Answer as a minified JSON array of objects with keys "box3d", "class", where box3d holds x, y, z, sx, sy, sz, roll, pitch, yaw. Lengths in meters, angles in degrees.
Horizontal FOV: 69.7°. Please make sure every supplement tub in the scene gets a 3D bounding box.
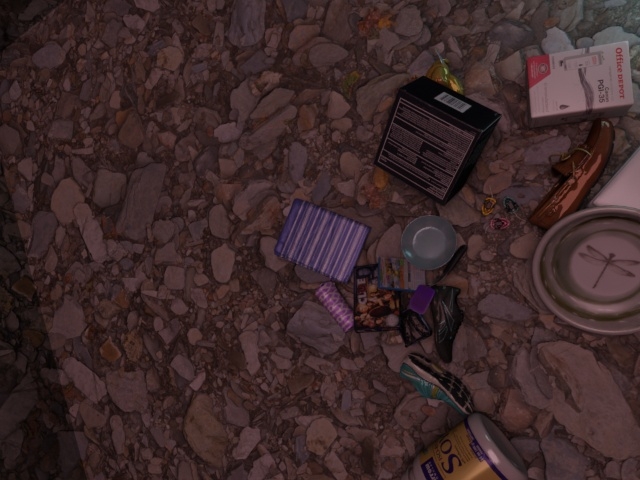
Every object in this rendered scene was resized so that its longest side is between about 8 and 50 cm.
[{"box3d":[0.445,0.733,1.448,0.331,0.241,0.241,-43,74,12],"class":"supplement tub"}]

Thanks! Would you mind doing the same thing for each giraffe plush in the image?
[{"box3d":[0.378,-0.529,1.607,0.171,0.181,0.210,-25,89,39],"class":"giraffe plush"}]

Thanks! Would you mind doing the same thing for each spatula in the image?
[{"box3d":[0.406,0.124,1.563,0.296,0.030,0.084,-46,30,-14],"class":"spatula"}]

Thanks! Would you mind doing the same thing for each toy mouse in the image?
[{"box3d":[0.616,-0.089,1.548,0.143,0.031,0.160,19,93,20],"class":"toy mouse"}]

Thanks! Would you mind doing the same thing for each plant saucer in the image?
[{"box3d":[0.383,0.009,1.617,0.195,0.037,0.194,-5,77,24],"class":"plant saucer"},{"box3d":[0.855,0.083,1.375,0.401,0.101,0.399,9,110,27],"class":"plant saucer"}]

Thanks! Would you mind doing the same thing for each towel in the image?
[{"box3d":[0.000,0.000,1.772,0.336,0.040,0.243,23,93,18],"class":"towel"}]

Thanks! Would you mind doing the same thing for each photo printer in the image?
[{"box3d":[1.010,-0.107,1.364,0.307,0.107,0.256,42,101,18],"class":"photo printer"}]

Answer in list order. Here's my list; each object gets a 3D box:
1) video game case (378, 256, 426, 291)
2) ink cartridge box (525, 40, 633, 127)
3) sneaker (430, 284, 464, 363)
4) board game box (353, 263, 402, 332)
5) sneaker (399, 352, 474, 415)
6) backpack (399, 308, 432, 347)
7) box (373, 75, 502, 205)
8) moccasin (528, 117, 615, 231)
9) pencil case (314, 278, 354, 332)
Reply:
[{"box3d":[0.285,0.120,1.609,0.167,0.015,0.119,6,63,-2],"class":"video game case"},{"box3d":[0.810,-0.489,1.456,0.283,0.117,0.207,-4,85,20],"class":"ink cartridge box"},{"box3d":[0.433,0.283,1.556,0.106,0.101,0.267,-6,85,17],"class":"sneaker"},{"box3d":[0.200,0.200,1.629,0.165,0.042,0.243,-9,61,19],"class":"board game box"},{"box3d":[0.396,0.500,1.573,0.275,0.107,0.109,35,118,23],"class":"sneaker"},{"box3d":[0.322,0.298,1.603,0.105,0.084,0.114,-32,73,17],"class":"backpack"},{"box3d":[0.370,-0.328,1.508,0.296,0.183,0.293,35,137,18],"class":"box"},{"box3d":[0.786,-0.209,1.448,0.147,0.139,0.379,28,106,11],"class":"moccasin"},{"box3d":[0.066,0.243,1.705,0.088,0.086,0.206,-36,76,-10],"class":"pencil case"}]
